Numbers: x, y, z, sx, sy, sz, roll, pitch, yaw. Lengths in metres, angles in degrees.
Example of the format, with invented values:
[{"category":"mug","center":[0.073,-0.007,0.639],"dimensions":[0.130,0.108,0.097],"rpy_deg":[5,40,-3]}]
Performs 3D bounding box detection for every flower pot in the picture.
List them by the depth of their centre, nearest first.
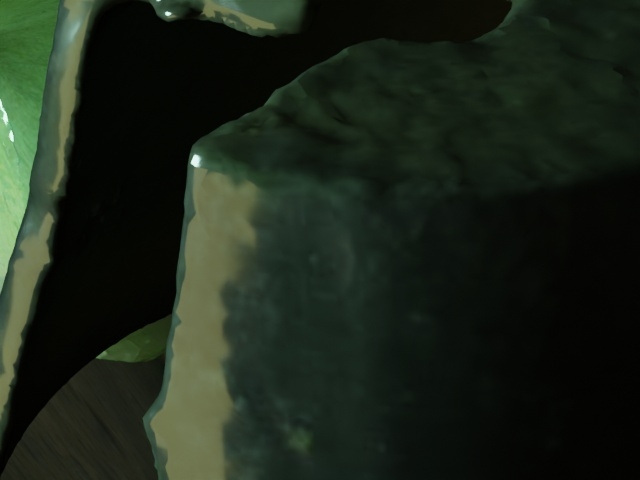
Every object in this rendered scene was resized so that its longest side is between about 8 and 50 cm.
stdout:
[{"category":"flower pot","center":[0.039,0.018,0.546],"dimensions":[0.379,0.379,0.251],"rpy_deg":[42,143,43]}]

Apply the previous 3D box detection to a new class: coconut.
[{"category":"coconut","center":[-0.204,-0.054,1.236],"dimensions":[0.328,0.281,0.328],"rpy_deg":[42,166,13]}]
